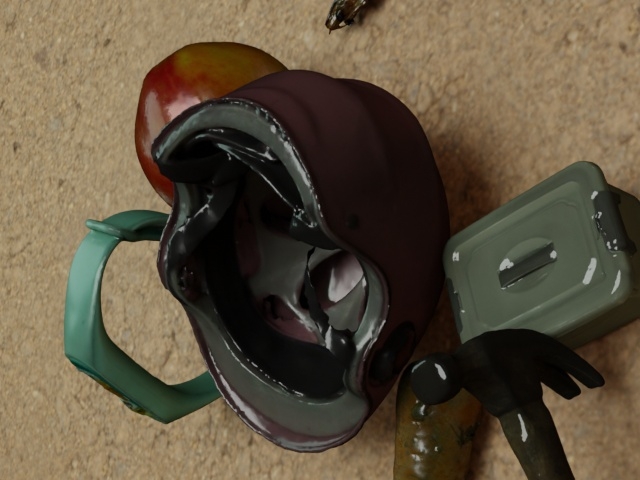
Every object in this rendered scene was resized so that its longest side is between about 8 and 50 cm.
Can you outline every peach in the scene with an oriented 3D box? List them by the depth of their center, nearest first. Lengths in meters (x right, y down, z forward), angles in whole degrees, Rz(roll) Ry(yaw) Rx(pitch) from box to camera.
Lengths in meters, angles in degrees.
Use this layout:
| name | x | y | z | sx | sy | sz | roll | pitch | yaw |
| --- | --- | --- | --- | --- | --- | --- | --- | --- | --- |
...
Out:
| name | x | y | z | sx | sy | sz | roll | pitch | yaw |
| --- | --- | --- | --- | --- | --- | --- | --- | --- | --- |
| peach | -0.087 | -0.094 | 1.401 | 0.197 | 0.197 | 0.197 | -13 | 71 | 45 |

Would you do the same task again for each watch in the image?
| name | x | y | z | sx | sy | sz | roll | pitch | yaw |
| --- | --- | --- | --- | --- | --- | --- | --- | --- | --- |
| watch | -0.154 | 0.070 | 1.392 | 0.068 | 0.237 | 0.195 | 15 | 69 | 50 |

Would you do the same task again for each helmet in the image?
| name | x | y | z | sx | sy | sz | roll | pitch | yaw |
| --- | --- | --- | --- | --- | --- | --- | --- | --- | --- |
| helmet | 0.000 | 0.000 | 1.245 | 0.271 | 0.197 | 0.338 | 21 | 133 | 39 |

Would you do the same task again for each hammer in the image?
| name | x | y | z | sx | sy | sz | roll | pitch | yaw |
| --- | --- | --- | --- | --- | --- | --- | --- | --- | --- |
| hammer | 0.204 | 0.271 | 1.017 | 0.044 | 0.168 | 0.440 | -34 | 72 | 44 |

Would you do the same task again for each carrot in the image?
| name | x | y | z | sx | sy | sz | roll | pitch | yaw |
| --- | --- | --- | --- | --- | --- | --- | --- | --- | --- |
| carrot | 0.089 | 0.250 | 1.225 | 0.078 | 0.078 | 0.298 | 11 | 95 | 48 |

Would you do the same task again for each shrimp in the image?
| name | x | y | z | sx | sy | sz | roll | pitch | yaw |
| --- | --- | --- | --- | --- | --- | --- | --- | --- | --- |
| shrimp | 0.045 | -0.299 | 1.416 | 0.178 | 0.034 | 0.124 | -50 | 46 | 25 |

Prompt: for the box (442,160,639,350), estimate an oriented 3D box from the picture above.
| name | x | y | z | sx | sy | sz | roll | pitch | yaw |
| --- | --- | --- | --- | --- | --- | --- | --- | --- | --- |
| box | 0.193 | 0.028 | 1.137 | 0.172 | 0.092 | 0.124 | -32 | 58 | 38 |
